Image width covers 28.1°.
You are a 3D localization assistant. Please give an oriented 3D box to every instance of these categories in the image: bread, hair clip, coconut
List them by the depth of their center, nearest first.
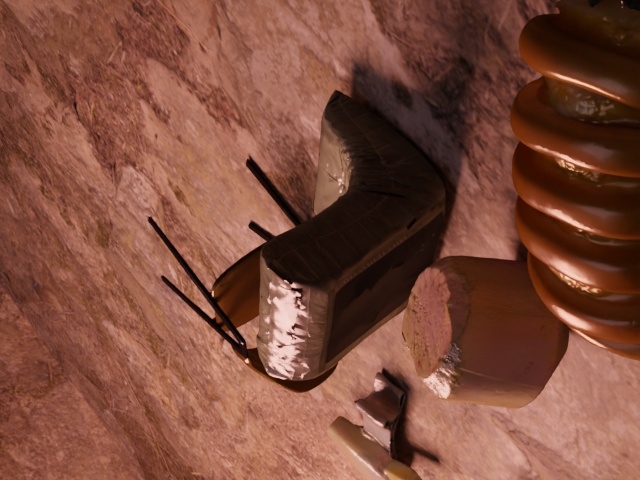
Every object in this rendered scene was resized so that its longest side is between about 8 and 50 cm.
[{"bbox_3d":[0.224,-0.047,1.003,0.173,0.121,0.311,30,142,46],"label":"bread"},{"bbox_3d":[0.168,0.088,1.234,0.147,0.153,0.147,-173,90,-69],"label":"coconut"},{"bbox_3d":[0.081,0.271,1.691,0.159,0.071,0.218,42,155,26],"label":"hair clip"}]

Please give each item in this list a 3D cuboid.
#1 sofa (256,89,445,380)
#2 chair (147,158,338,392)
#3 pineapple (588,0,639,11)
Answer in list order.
[{"bbox_3d":[0.000,0.000,1.340,0.176,0.225,0.210,42,153,23],"label":"sofa"},{"bbox_3d":[-0.078,0.055,1.618,0.247,0.159,0.172,44,154,30],"label":"chair"},{"bbox_3d":[0.253,-0.182,0.799,0.277,0.119,0.130,30,136,46],"label":"pineapple"}]
